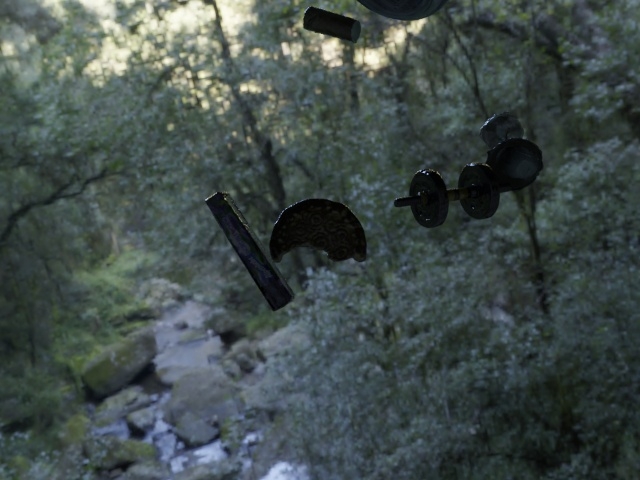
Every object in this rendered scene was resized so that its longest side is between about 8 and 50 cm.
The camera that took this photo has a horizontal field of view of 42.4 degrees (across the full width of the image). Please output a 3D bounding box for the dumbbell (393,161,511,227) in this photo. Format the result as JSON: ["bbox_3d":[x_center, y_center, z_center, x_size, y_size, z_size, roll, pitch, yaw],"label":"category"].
[{"bbox_3d":[0.324,-0.111,2.001,0.325,0.143,0.143,-10,12,-23],"label":"dumbbell"}]

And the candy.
[{"bbox_3d":[-0.165,0.022,1.951,0.061,0.312,0.088,-32,-1,4],"label":"candy"}]

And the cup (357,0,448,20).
[{"bbox_3d":[0.151,-0.624,1.587,0.259,0.356,0.275,1,60,45],"label":"cup"}]

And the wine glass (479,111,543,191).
[{"bbox_3d":[0.501,-0.247,2.205,0.156,0.156,0.232,-10,29,8],"label":"wine glass"}]

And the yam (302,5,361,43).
[{"bbox_3d":[0.022,-0.456,1.743,0.132,0.054,0.054,23,29,24],"label":"yam"}]

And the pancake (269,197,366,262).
[{"bbox_3d":[0.000,0.000,1.638,0.184,0.190,0.020,-53,-7,-21],"label":"pancake"}]
